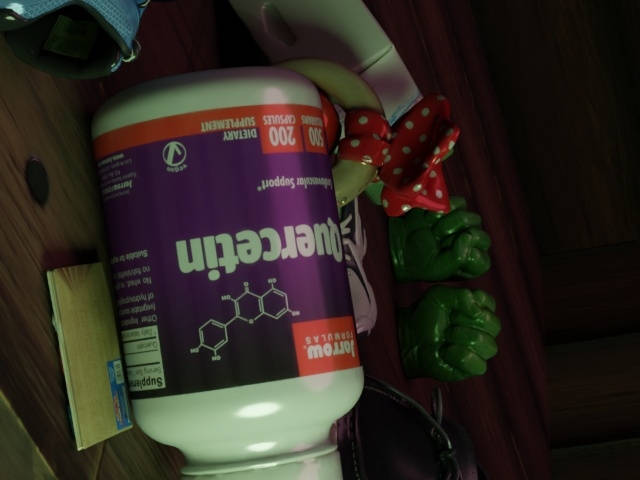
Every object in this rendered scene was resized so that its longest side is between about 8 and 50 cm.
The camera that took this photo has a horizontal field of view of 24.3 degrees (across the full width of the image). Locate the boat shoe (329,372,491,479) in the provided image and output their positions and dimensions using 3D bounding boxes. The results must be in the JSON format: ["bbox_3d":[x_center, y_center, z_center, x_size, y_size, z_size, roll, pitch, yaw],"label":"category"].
[{"bbox_3d":[0.095,0.256,1.677,0.500,0.156,0.186,53,32,-58],"label":"boat shoe"}]

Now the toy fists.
[{"bbox_3d":[0.180,0.066,2.140,0.096,0.142,0.279,49,34,-63],"label":"toy fists"}]

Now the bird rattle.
[{"bbox_3d":[-0.003,-0.088,1.398,0.207,0.254,0.143,60,6,22],"label":"bird rattle"}]

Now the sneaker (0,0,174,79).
[{"bbox_3d":[-0.177,-0.189,1.059,0.330,0.130,0.147,-17,111,-72],"label":"sneaker"}]

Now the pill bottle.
[{"bbox_3d":[-0.067,0.038,1.146,0.181,0.182,0.322,4,76,-75],"label":"pill bottle"}]

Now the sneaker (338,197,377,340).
[{"bbox_3d":[0.000,0.000,1.605,0.235,0.094,0.153,-80,154,-52],"label":"sneaker"}]

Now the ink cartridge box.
[{"bbox_3d":[0.021,-0.188,1.621,0.201,0.117,0.278,57,4,26],"label":"ink cartridge box"}]

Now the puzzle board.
[{"bbox_3d":[-0.168,0.081,1.076,0.096,0.011,0.128,-9,90,-77],"label":"puzzle board"}]
